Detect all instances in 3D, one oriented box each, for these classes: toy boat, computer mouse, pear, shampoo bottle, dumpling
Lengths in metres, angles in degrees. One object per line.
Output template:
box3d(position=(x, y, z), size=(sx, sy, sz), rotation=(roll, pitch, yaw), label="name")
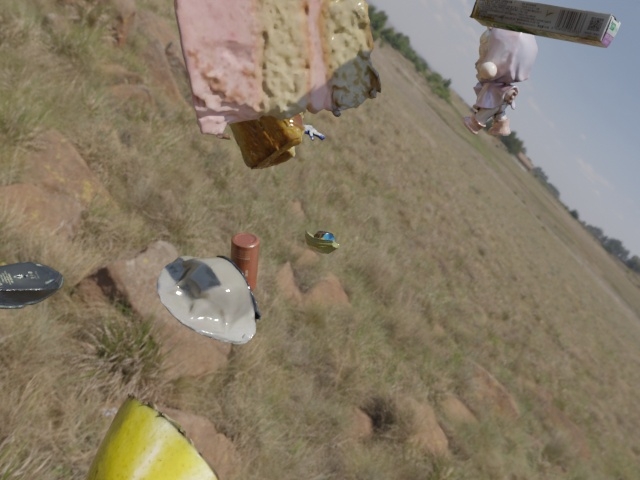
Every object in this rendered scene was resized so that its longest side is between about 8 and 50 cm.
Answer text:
box3d(position=(0.000, 0.000, 1.541), size=(0.065, 0.066, 0.172), rotation=(32, -9, -32), label="toy boat")
box3d(position=(-0.611, 0.094, 0.975), size=(0.192, 0.062, 0.106), rotation=(-6, 34, -40), label="computer mouse")
box3d(position=(-0.267, 0.369, 0.723), size=(0.178, 0.267, 0.267), rotation=(-37, 82, -34), label="pear")
box3d(position=(-0.223, 0.098, 1.435), size=(0.085, 0.244, 0.085), rotation=(6, 28, -3), label="shampoo bottle")
box3d(position=(-0.269, 0.130, 1.233), size=(0.293, 0.163, 0.204), rotation=(49, 3, 21), label="dumpling")

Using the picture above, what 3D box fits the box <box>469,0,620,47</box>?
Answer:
box3d(position=(0.332, -0.333, 0.747), size=(0.207, 0.041, 0.050), rotation=(29, 25, 33), label="box")

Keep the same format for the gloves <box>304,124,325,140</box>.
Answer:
box3d(position=(-0.026, -0.330, 1.530), size=(0.064, 0.026, 0.086), rotation=(-12, 43, -47), label="gloves")

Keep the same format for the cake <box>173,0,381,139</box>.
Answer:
box3d(position=(-0.092, -0.375, 0.858), size=(0.314, 0.307, 0.293), rotation=(-115, -167, -60), label="cake")

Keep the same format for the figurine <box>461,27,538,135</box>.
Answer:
box3d(position=(0.425, -0.385, 1.172), size=(0.133, 0.275, 0.200), rotation=(16, 27, 20), label="figurine")

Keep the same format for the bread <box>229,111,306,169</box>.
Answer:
box3d(position=(-0.163, -0.347, 1.198), size=(0.344, 0.195, 0.149), rotation=(61, 32, -1), label="bread")
